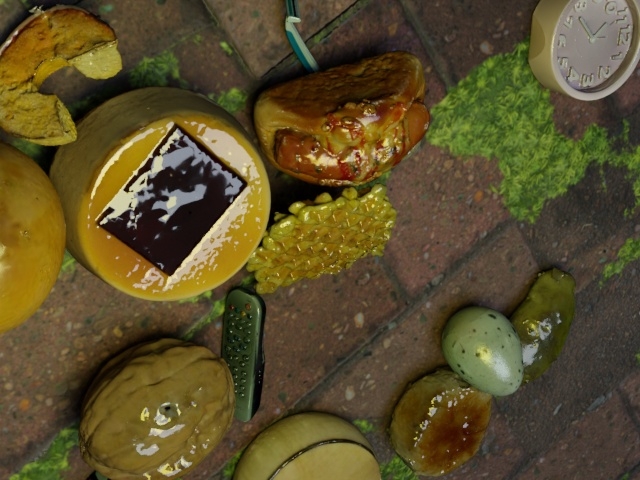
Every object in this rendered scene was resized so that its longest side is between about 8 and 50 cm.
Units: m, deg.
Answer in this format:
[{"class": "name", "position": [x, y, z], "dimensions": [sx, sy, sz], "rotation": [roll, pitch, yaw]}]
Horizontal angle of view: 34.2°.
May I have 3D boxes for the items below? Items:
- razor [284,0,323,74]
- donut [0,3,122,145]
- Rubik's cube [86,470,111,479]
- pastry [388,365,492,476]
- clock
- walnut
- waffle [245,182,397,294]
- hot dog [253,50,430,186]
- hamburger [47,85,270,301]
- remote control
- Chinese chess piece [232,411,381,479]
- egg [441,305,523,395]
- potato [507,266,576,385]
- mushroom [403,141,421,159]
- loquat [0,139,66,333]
[{"class": "razor", "position": [-0.011, -0.261, 1.484], "dimensions": [0.037, 0.068, 0.191], "rotation": [-21, 133, 14]}, {"class": "donut", "position": [-0.331, -0.201, 1.276], "dimensions": [0.181, 0.146, 0.078], "rotation": [-64, 165, -8]}, {"class": "Rubik's cube", "position": [-0.286, 0.442, 1.559], "dimensions": [0.160, 0.163, 0.162], "rotation": [-48, 122, -3]}, {"class": "pastry", "position": [0.208, 0.316, 1.820], "dimensions": [0.182, 0.093, 0.192], "rotation": [11, 106, -37]}, {"class": "clock", "position": [0.432, -0.329, 1.683], "dimensions": [0.197, 0.068, 0.196], "rotation": [-12, 116, -25]}, {"class": "walnut", "position": [-0.234, 0.243, 1.485], "dimensions": [0.245, 0.198, 0.198], "rotation": [-34, 123, -14]}, {"class": "waffle", "position": [0.000, 0.000, 1.515], "dimensions": [0.243, 0.058, 0.238], "rotation": [-19, 159, -18]}, {"class": "hot dog", "position": [0.043, -0.162, 1.456], "dimensions": [0.257, 0.153, 0.150], "rotation": [-18, 138, -11]}, {"class": "hamburger", "position": [-0.211, -0.059, 1.373], "dimensions": [0.300, 0.176, 0.300], "rotation": [-10, 115, -21]}, {"class": "remote control", "position": [-0.117, 0.177, 1.594], "dimensions": [0.042, 0.072, 0.222], "rotation": [-22, 126, -45]}, {"class": "Chinese chess piece", "position": [-0.022, 0.410, 1.726], "dimensions": [0.257, 0.104, 0.257], "rotation": [-11, 115, -24]}, {"class": "egg", "position": [0.277, 0.191, 1.768], "dimensions": [0.131, 0.164, 0.131], "rotation": [-21, 159, -8]}, {"class": "potato", "position": [0.388, 0.154, 1.855], "dimensions": [0.117, 0.090, 0.225], "rotation": [31, 87, -29]}, {"class": "mushroom", "position": [0.121, -0.157, 1.576], "dimensions": [0.085, 0.079, 0.085], "rotation": [-10, 112, -27]}, {"class": "loquat", "position": [-0.435, -0.004, 1.226], "dimensions": [0.263, 0.263, 0.263], "rotation": [-12, 116, -25]}]
